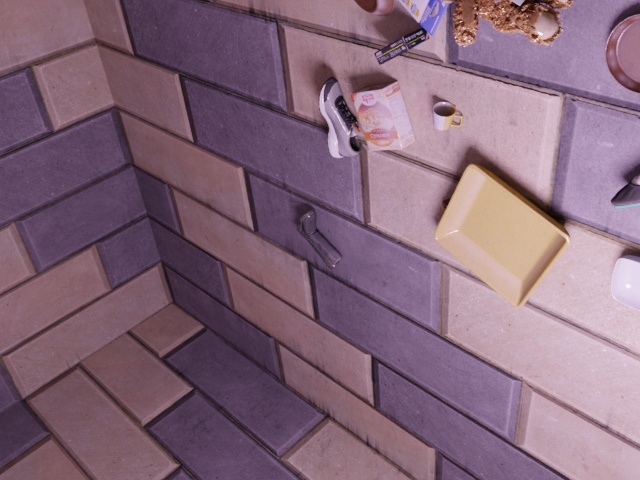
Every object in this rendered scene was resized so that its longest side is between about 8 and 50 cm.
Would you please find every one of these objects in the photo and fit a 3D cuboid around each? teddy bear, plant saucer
[{"bbox_3d":[0.374,-0.531,1.434,0.338,0.113,0.245,6,90,13],"label":"teddy bear"},{"bbox_3d":[0.116,-0.671,1.747,0.198,0.036,0.198,50,169,14],"label":"plant saucer"},{"bbox_3d":[0.668,-0.382,1.356,0.168,0.029,0.168,34,142,32],"label":"plant saucer"},{"bbox_3d":[0.505,-0.021,1.844,0.333,0.081,0.332,43,146,20],"label":"plant saucer"}]

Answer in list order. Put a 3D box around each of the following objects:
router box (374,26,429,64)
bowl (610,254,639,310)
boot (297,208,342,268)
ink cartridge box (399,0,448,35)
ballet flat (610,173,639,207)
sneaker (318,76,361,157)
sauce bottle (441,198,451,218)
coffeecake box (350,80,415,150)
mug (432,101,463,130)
[{"bbox_3d":[0.215,-0.516,1.767,0.122,0.092,0.038,-13,108,56],"label":"router box"},{"bbox_3d":[0.786,0.103,1.613,0.142,0.053,0.141,26,137,37],"label":"bowl"},{"bbox_3d":[0.002,-0.002,2.525,0.208,0.076,0.189,54,163,15],"label":"boot"},{"bbox_3d":[0.215,-0.669,1.621,0.311,0.065,0.186,53,165,8],"label":"ink cartridge box"},{"bbox_3d":[0.758,-0.132,1.416,0.281,0.095,0.096,-6,104,43],"label":"ballet flat"},{"bbox_3d":[0.069,-0.385,2.090,0.108,0.100,0.271,8,129,33],"label":"sneaker"},{"bbox_3d":[0.384,-0.063,2.001,0.042,0.042,0.128,27,139,37],"label":"sauce bottle"},{"bbox_3d":[0.185,-0.365,1.966,0.142,0.068,0.185,6,123,51],"label":"coffeecake box"},{"bbox_3d":[0.338,-0.328,1.808,0.078,0.062,0.064,44,154,30],"label":"mug"}]
